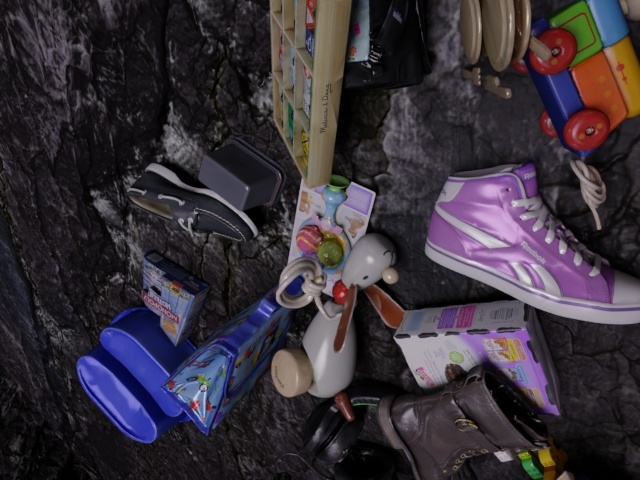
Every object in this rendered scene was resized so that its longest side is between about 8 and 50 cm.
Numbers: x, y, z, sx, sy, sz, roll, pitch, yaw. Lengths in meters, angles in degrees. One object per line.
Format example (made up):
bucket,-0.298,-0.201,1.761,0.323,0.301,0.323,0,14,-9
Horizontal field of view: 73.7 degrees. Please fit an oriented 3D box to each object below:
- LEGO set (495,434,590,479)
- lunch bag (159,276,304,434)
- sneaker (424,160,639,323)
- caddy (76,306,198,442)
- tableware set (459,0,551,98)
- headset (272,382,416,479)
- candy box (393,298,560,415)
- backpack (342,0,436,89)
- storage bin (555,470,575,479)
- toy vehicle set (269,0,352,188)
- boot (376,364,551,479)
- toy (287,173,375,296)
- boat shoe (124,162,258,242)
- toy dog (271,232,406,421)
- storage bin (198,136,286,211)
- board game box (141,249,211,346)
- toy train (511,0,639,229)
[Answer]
LEGO set,0.360,0.385,0.669,0.227,0.093,0.087,49,128,3
lunch bag,-0.148,0.191,0.810,0.138,0.221,0.293,41,130,9
sneaker,0.278,-0.009,0.537,0.282,0.102,0.161,21,118,23
caddy,-0.437,0.334,1.101,0.341,0.179,0.241,45,105,4
tableware set,0.184,-0.230,0.447,0.039,0.194,0.128,-9,115,9
headset,0.047,0.439,0.834,0.394,0.185,0.243,-32,92,27
candy box,0.237,0.180,0.651,0.196,0.070,0.165,-13,115,36
backpack,0.064,-0.281,0.522,0.115,0.152,0.182,4,108,35
storage bin,0.338,0.500,0.533,0.123,0.262,0.260,18,118,-3
toy vehicle set,-0.023,-0.220,0.558,0.267,0.035,0.166,96,154,-52
boot,0.230,0.305,0.638,0.263,0.091,0.229,48,133,-11
toy,0.000,0.000,0.742,0.136,0.056,0.237,27,123,21
boat shoe,-0.257,-0.054,0.836,0.302,0.091,0.114,23,152,28
toy dog,0.047,0.168,0.715,0.161,0.220,0.334,44,141,35
storage bin,-0.148,-0.108,0.763,0.135,0.091,0.098,37,126,14
board game box,-0.365,0.151,1.039,0.194,0.060,0.194,26,123,20
toy train,0.322,-0.147,0.457,0.143,0.105,0.248,-28,105,21
